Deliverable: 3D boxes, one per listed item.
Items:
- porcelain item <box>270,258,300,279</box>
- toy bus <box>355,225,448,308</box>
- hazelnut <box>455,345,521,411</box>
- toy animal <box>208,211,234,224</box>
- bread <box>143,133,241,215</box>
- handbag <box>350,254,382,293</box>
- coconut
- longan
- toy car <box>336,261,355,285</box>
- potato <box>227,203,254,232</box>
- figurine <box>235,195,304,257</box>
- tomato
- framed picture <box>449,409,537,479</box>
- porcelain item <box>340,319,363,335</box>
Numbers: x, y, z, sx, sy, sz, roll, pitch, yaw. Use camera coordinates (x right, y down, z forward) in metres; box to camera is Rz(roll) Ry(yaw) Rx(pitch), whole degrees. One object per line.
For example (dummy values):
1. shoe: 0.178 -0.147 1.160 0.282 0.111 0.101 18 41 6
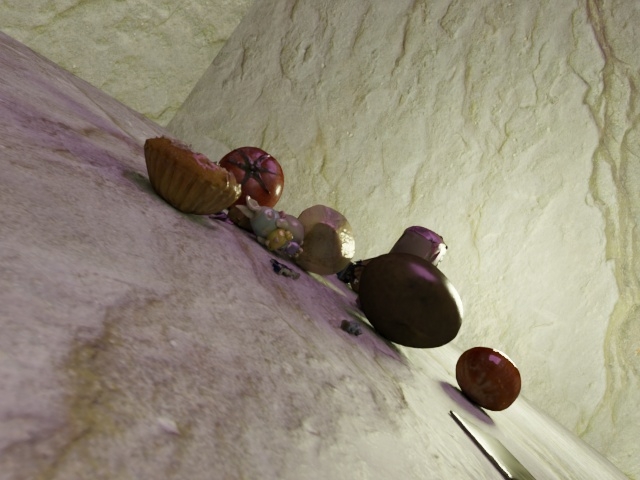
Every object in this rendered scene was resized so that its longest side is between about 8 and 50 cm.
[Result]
1. porcelain item: -0.109 0.073 1.324 0.075 0.021 0.136 33 1 23
2. toy bus: 0.291 0.123 1.728 0.171 0.386 0.162 36 7 19
3. hazelnut: 0.524 0.435 1.530 0.214 0.176 0.214 15 26 -8
4. toy animal: -0.321 -0.115 1.399 0.202 0.070 0.105 45 48 14
5. bread: -0.325 -0.156 1.210 0.274 0.149 0.274 30 2 -1
6. handbag: 0.258 0.154 2.087 0.283 0.149 0.302 29 -26 -28
7. coconut: 0.000 0.000 1.743 0.259 0.259 0.259 36 3 -2
8. longan: 0.278 0.187 1.511 0.350 0.288 0.288 34 3 -3
9. toy car: 0.135 0.150 2.257 0.100 0.097 0.191 31 -1 37
10. potato: -0.238 -0.083 1.632 0.101 0.089 0.172 35 3 32
11. figurine: -0.160 -0.040 1.549 0.235 0.127 0.155 27 45 -49
12. tomato: -0.272 -0.217 1.833 0.265 0.265 0.265 36 3 -2
13. framed picture: 0.389 0.462 1.033 0.173 0.010 0.231 35 3 -18
14. porcelain item: 0.079 0.215 1.196 0.083 0.028 0.036 35 19 -53
